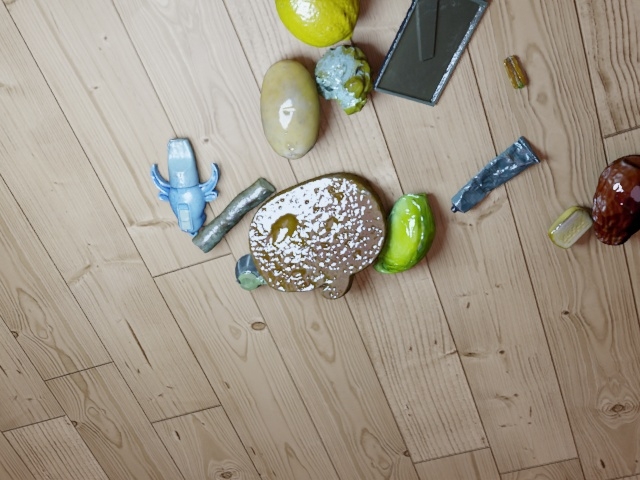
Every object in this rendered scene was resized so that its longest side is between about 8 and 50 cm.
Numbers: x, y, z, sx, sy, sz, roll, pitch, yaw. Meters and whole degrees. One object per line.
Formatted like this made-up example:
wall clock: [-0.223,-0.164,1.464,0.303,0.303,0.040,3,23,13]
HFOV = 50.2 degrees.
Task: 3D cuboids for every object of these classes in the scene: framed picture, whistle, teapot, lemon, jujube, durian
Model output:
framed picture: [0.246,-0.441,1.542,0.192,0.018,0.265,6,123,-35]
whistle: [-0.347,-0.134,1.763,0.180,0.093,0.269,1,111,10]
teapot: [-0.177,0.087,1.853,0.124,0.091,0.092,-29,113,18]
lemon: [-0.004,-0.519,1.490,0.193,0.180,0.180,21,116,-6]
jujube: [0.744,-0.093,1.660,0.168,0.168,0.236,3,128,3]
durian: [0.223,-0.009,1.774,0.139,0.101,0.250,30,121,29]

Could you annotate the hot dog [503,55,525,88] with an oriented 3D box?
hot dog: [0.454,-0.393,1.602,0.037,0.021,0.083,-30,110,-5]

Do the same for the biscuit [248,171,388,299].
biscuit: [0.000,0.000,1.763,0.367,0.063,0.314,-21,97,11]

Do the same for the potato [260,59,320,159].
potato: [-0.071,-0.306,1.609,0.150,0.146,0.234,0,117,17]

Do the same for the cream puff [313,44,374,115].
cream puff: [0.062,-0.374,1.595,0.156,0.156,0.121,40,70,-15]

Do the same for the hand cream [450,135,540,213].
hand cream: [0.427,-0.150,1.709,0.248,0.052,0.075,-39,109,21]

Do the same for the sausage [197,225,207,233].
sausage: [-0.290,-0.025,1.837,0.083,0.034,0.034,-8,116,6]

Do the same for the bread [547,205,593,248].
bread: [0.636,-0.038,1.748,0.082,0.056,0.115,32,110,-16]

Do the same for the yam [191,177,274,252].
yam: [-0.228,-0.067,1.776,0.253,0.061,0.061,-41,107,11]
